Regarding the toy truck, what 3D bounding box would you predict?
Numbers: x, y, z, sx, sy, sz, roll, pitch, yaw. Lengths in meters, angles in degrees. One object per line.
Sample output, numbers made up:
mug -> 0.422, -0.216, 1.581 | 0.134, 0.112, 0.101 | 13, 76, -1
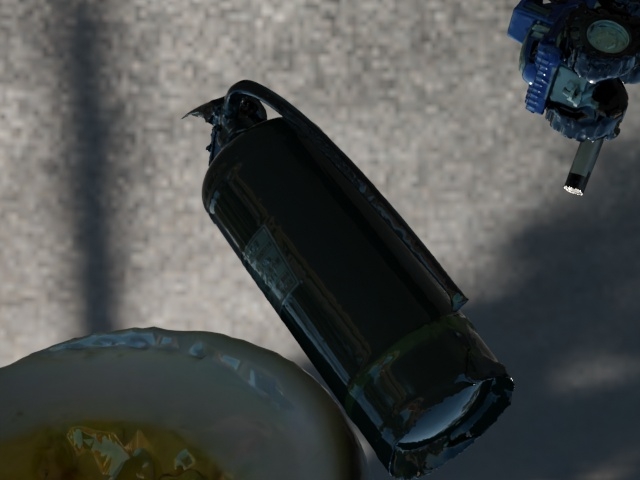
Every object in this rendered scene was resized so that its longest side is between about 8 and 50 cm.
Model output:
toy truck -> 0.242, -0.197, 1.627 | 0.126, 0.208, 0.113 | 27, 145, 14

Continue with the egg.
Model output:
egg -> -0.121, 0.289, 1.318 | 0.355, 0.354, 0.339 | -2, 128, 7

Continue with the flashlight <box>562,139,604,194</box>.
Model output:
flashlight -> 0.246, -0.082, 1.719 | 0.018, 0.083, 0.018 | 16, 167, 27

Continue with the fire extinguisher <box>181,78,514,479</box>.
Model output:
fire extinguisher -> 0.000, 0.000, 1.119 | 0.093, 0.294, 0.118 | -19, 149, -30
